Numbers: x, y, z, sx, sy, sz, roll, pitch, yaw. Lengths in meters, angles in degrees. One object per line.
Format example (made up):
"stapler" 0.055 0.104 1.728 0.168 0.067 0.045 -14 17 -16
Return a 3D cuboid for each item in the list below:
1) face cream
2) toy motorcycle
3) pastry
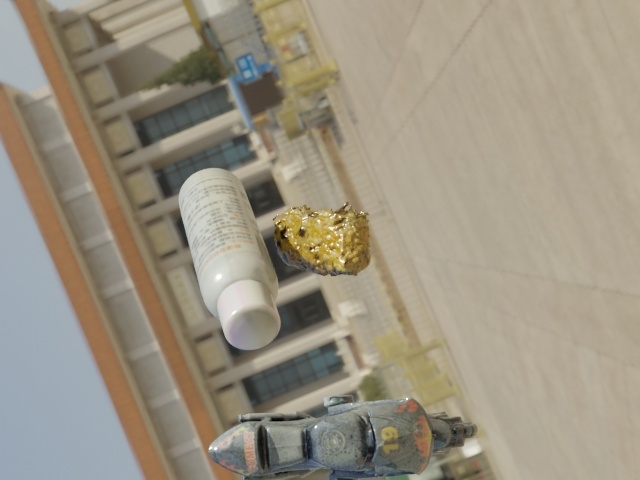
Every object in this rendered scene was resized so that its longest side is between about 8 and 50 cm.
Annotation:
"face cream" -0.097 0.018 1.071 0.269 0.082 0.082 -113 0 -54
"toy motorcycle" 0.031 0.239 1.207 0.173 0.307 0.108 31 -127 -73
"pastry" 0.000 0.000 1.081 0.140 0.056 0.080 -5 87 57
